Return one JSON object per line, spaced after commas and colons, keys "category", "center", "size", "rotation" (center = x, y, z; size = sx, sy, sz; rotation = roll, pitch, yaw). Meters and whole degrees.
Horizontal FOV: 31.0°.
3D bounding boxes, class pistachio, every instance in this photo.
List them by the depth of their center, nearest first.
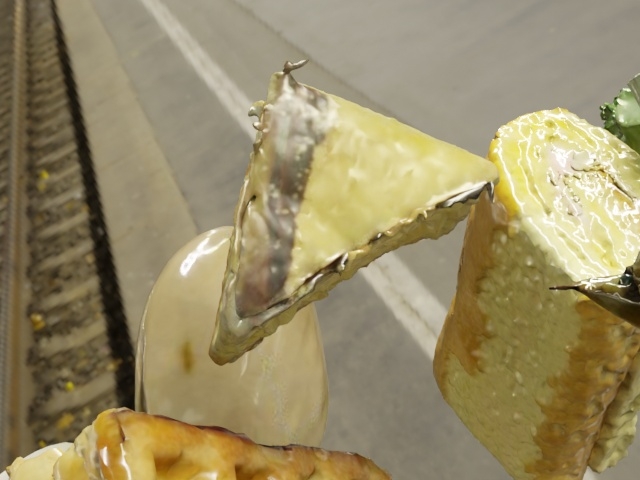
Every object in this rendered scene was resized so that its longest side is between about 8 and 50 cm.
{"category": "pistachio", "center": [-0.069, 0.108, 0.868], "size": [0.153, 0.238, 0.137], "rotation": [0, -2, -31]}

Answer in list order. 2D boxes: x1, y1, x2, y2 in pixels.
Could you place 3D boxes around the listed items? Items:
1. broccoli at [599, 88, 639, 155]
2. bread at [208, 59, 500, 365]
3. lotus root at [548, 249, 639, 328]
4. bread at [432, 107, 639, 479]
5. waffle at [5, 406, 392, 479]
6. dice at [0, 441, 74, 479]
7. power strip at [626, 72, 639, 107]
{"category": "broccoli", "center": [0.374, -0.111, 1.313], "size": [0.220, 0.194, 0.194], "rotation": [-58, 27, -3]}
{"category": "bread", "center": [0.000, 0.000, 0.565], "size": [0.152, 0.127, 0.147], "rotation": [-64, 3, -8]}
{"category": "lotus root", "center": [0.211, 0.015, 0.344], "size": [0.278, 0.154, 0.154], "rotation": [-20, 23, 35]}
{"category": "bread", "center": [0.227, 0.071, 1.139], "size": [0.165, 0.375, 0.236], "rotation": [-23, 55, -20]}
{"category": "waffle", "center": [-0.010, 0.226, 0.465], "size": [0.091, 0.213, 0.308], "rotation": [-33, 58, 24]}
{"category": "dice", "center": [-0.274, 0.405, 1.296], "size": [0.251, 0.243, 0.259], "rotation": [7, 51, 45]}
{"category": "power strip", "center": [0.308, -0.086, 0.983], "size": [0.051, 0.136, 0.019], "rotation": [-14, -16, -45]}
